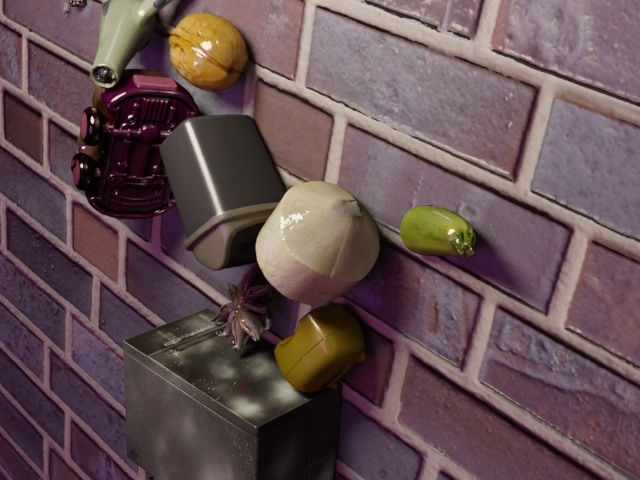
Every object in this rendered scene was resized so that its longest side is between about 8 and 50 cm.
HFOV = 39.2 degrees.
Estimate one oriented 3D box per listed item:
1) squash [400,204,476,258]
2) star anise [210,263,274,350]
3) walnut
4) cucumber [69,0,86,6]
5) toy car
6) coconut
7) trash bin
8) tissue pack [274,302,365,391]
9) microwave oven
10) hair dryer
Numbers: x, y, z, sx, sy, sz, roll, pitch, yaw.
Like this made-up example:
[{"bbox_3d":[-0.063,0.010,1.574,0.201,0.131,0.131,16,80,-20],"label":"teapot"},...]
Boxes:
[{"bbox_3d":[0.211,-0.006,1.468,0.200,0.075,0.090,20,100,65],"label":"squash"},{"bbox_3d":[-0.153,0.132,1.871,0.182,0.065,0.195,18,91,53],"label":"star anise"},{"bbox_3d":[-0.220,-0.367,1.744,0.180,0.144,0.144,30,123,40],"label":"walnut"},{"bbox_3d":[-0.581,-0.628,2.098,0.039,0.043,0.163,-109,11,-83],"label":"cucumber"},{"bbox_3d":[-0.400,-0.225,1.919,0.240,0.271,0.341,59,137,43],"label":"toy car"},{"bbox_3d":[0.000,0.000,1.596,0.202,0.202,0.222,58,139,14],"label":"coconut"},{"bbox_3d":[-0.177,-0.090,1.746,0.182,0.209,0.290,-35,72,47],"label":"trash bin"},{"bbox_3d":[0.002,0.212,1.720,0.127,0.123,0.178,58,135,20],"label":"tissue pack"},{"bbox_3d":[-0.197,0.393,1.905,0.432,0.236,0.374,24,120,39],"label":"microwave oven"},{"bbox_3d":[-0.359,-0.427,1.784,0.298,0.296,0.119,-14,135,45],"label":"hair dryer"}]
